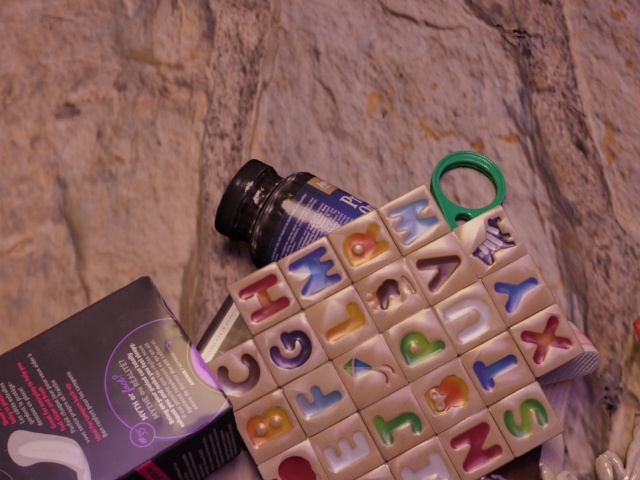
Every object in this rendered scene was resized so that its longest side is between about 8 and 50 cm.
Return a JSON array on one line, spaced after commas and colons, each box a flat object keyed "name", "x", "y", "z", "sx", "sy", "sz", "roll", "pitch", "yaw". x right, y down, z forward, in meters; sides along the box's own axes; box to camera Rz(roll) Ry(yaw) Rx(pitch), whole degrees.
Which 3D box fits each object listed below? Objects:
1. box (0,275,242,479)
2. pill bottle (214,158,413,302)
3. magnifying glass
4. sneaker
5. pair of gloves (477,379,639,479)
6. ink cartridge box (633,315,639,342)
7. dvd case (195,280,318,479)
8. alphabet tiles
[{"name": "box", "x": -0.229, "y": 0.185, "z": 0.858, "sx": 0.270, "sy": 0.143, "sz": 0.165, "roll": -30, "pitch": 65, "yaw": -17}, {"name": "pill bottle", "x": 0.000, "y": 0.000, "z": 1.021, "sx": 0.219, "sy": 0.122, "sz": 0.122, "roll": 29, "pitch": 59, "yaw": 11}, {"name": "magnifying glass", "x": 0.169, "y": -0.013, "z": 1.110, "sx": 0.092, "sy": 0.026, "sz": 0.230, "roll": 12, "pitch": 56, "yaw": 1}, {"name": "sneaker", "x": 0.222, "y": 0.118, "z": 0.992, "sx": 0.134, "sy": 0.051, "sz": 0.070, "roll": -9, "pitch": 36, "yaw": -5}, {"name": "pair of gloves", "x": 0.277, "y": 0.239, "z": 0.952, "sx": 0.240, "sy": 0.042, "sz": 0.204, "roll": 27, "pitch": 59, "yaw": 9}, {"name": "ink cartridge box", "x": 0.472, "y": 0.182, "z": 0.944, "sx": 0.207, "sy": 0.117, "sz": 0.283, "roll": 3, "pitch": 57, "yaw": -20}, {"name": "dvd case", "x": -0.030, "y": 0.154, "z": 0.983, "sx": 0.221, "sy": 0.018, "sz": 0.164, "roll": 25, "pitch": 60, "yaw": 8}, {"name": "alphabet tiles", "x": 0.073, "y": 0.118, "z": 0.928, "sx": 0.343, "sy": 0.011, "sz": 0.285, "roll": -28, "pitch": 85, "yaw": -3}]
